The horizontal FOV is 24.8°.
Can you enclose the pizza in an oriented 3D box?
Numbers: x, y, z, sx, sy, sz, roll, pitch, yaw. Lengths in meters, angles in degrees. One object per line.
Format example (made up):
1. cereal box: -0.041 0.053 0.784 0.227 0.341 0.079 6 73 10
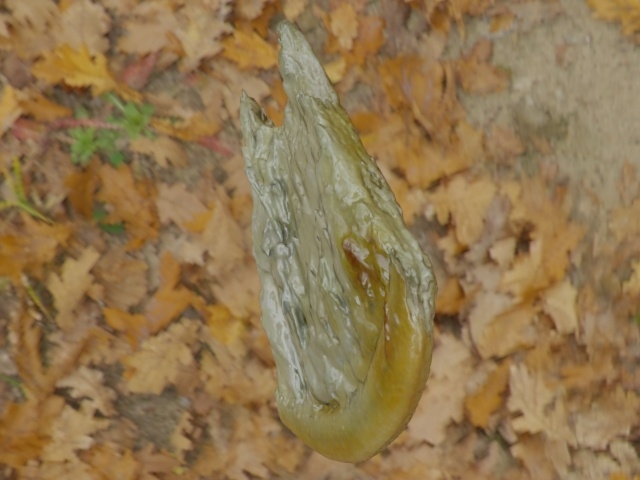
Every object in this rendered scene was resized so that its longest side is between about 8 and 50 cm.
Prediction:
1. pizza: 0.000 0.000 0.850 0.034 0.181 0.262 -11 83 -30
